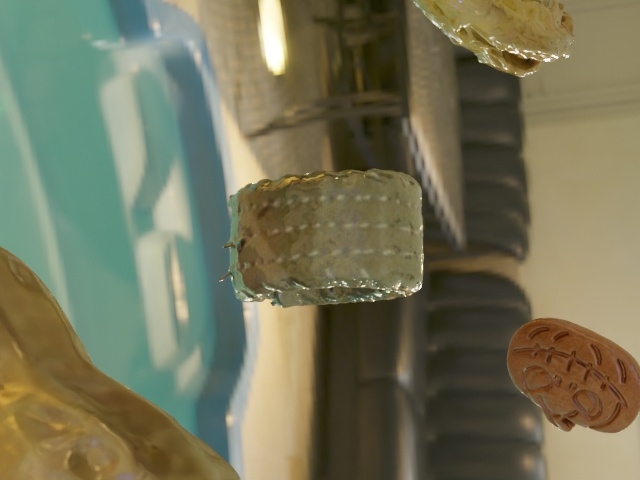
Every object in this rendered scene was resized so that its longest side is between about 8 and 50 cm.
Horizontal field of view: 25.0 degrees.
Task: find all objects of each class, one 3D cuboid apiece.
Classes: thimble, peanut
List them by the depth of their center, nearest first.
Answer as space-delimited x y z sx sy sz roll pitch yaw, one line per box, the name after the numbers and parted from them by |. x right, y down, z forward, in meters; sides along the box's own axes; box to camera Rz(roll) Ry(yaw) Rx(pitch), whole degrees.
0.000 0.000 0.744 0.084 0.110 0.062 16 70 -61 | thimble
-0.152 0.109 0.778 0.313 0.149 0.149 47 -1 22 | peanut

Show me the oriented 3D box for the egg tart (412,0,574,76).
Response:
0.101 -0.271 1.173 0.319 0.128 0.319 35 20 -15 | egg tart

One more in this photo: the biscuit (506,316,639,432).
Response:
0.160 0.090 0.916 0.015 0.091 0.078 -40 146 -51 | biscuit
